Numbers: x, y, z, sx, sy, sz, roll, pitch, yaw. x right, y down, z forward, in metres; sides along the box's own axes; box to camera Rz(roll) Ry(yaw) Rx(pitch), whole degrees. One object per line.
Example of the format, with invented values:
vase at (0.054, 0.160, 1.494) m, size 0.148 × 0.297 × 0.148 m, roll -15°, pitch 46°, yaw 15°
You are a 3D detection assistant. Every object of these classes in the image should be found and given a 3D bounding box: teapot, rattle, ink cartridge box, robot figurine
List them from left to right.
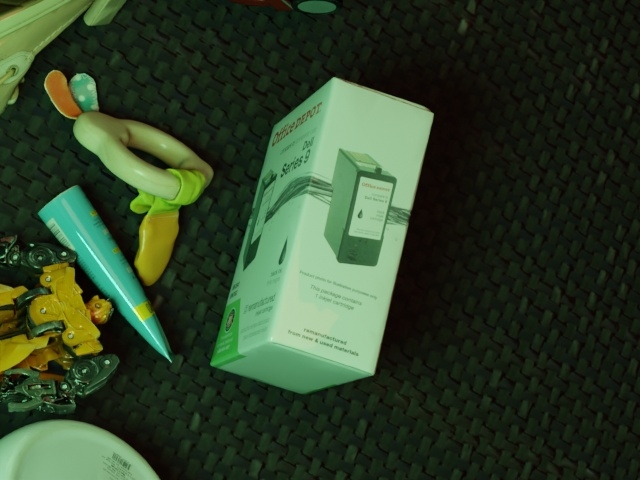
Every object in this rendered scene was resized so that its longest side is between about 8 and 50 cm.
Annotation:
robot figurine at (-0.346, 0.104, 1.765) m, size 0.291 × 0.085 × 0.211 m, roll -12°, pitch 58°, yaw -23°
teapot at (-0.272, 0.306, 1.730) m, size 0.252 × 0.187 × 0.256 m, roll 1°, pitch 60°, yaw -50°
rattle at (-0.224, -0.072, 1.895) m, size 0.199 × 0.143 × 0.130 m, roll 28°, pitch 38°, yaw 1°
ink cartridge box at (0.000, 0.000, 1.873) m, size 0.121 × 0.211 × 0.289 m, roll 19°, pitch 73°, yaw -16°

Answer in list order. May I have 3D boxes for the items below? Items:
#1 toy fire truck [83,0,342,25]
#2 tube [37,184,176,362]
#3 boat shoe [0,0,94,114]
toy fire truck at (-0.116, -0.300, 1.917) m, size 0.246 × 0.217 × 0.159 m, roll -2°, pitch 78°, yaw 21°
tube at (-0.214, 0.040, 1.858) m, size 0.052 × 0.080 × 0.207 m, roll -35°, pitch 91°, yaw 4°
boat shoe at (-0.363, -0.183, 1.826) m, size 0.341 × 0.121 × 0.110 m, roll -35°, pitch 131°, yaw -20°
